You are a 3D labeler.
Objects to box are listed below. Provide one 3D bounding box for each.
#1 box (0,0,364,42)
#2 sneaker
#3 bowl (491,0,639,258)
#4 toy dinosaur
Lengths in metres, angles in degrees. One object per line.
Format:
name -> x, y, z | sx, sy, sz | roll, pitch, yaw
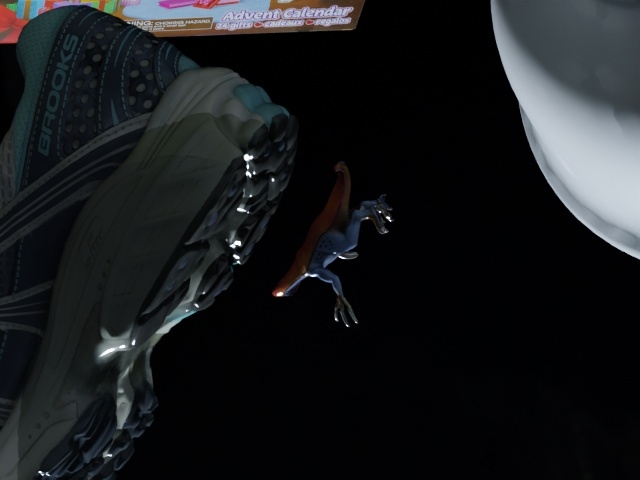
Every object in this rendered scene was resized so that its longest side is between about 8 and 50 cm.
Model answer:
box -> -0.098, -0.218, 1.366 | 0.201, 0.293, 0.057 | 110, 151, -56
sneaker -> -0.124, 0.034, 0.791 | 0.122, 0.283, 0.110 | 38, -164, 14
bowl -> 0.184, -0.144, 0.883 | 0.134, 0.298, 0.298 | 33, -141, -45
toy dinosaur -> 0.000, 0.000, 1.093 | 0.090, 0.082, 0.047 | 55, -160, -24
